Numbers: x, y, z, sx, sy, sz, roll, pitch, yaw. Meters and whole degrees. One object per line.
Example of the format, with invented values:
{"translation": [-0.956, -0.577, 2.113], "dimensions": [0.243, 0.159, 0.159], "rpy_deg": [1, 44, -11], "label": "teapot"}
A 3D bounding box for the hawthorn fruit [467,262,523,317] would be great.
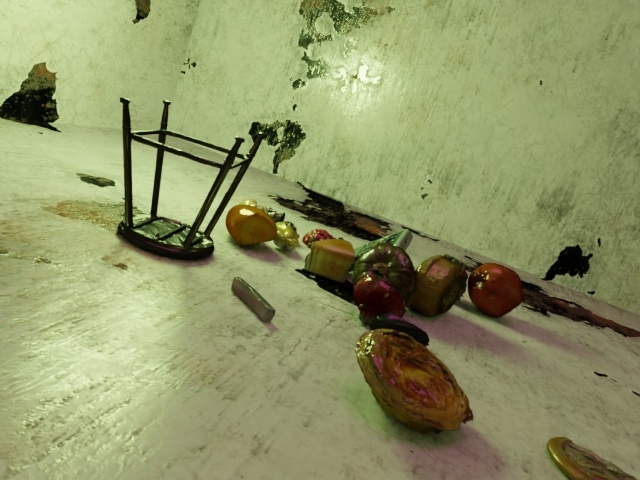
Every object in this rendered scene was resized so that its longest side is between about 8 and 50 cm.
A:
{"translation": [0.675, 0.179, 2.308], "dimensions": [0.299, 0.211, 0.211], "rpy_deg": [36, 1, -35], "label": "hawthorn fruit"}

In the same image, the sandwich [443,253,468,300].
{"translation": [0.548, 0.148, 2.350], "dimensions": [0.159, 0.185, 0.109], "rpy_deg": [-7, 19, -45], "label": "sandwich"}

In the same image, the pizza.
{"translation": [0.619, 0.512, 1.258], "dimensions": [0.262, 0.034, 0.181], "rpy_deg": [24, 13, 19], "label": "pizza"}

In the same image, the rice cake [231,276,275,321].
{"translation": [-0.185, 0.154, 1.563], "dimensions": [0.036, 0.047, 0.206], "rpy_deg": [29, 5, -42], "label": "rice cake"}

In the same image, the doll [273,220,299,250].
{"translation": [-0.132, -0.021, 2.295], "dimensions": [0.117, 0.086, 0.291], "rpy_deg": [22, 9, -8], "label": "doll"}

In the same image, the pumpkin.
{"translation": [0.209, 0.108, 1.952], "dimensions": [0.219, 0.219, 0.162], "rpy_deg": [26, -16, 28], "label": "pumpkin"}

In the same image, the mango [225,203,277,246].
{"translation": [-0.267, -0.065, 2.158], "dimensions": [0.187, 0.138, 0.257], "rpy_deg": [6, 12, -27], "label": "mango"}

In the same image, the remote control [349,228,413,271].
{"translation": [0.199, 0.041, 2.157], "dimensions": [0.296, 0.056, 0.140], "rpy_deg": [-21, 16, 40], "label": "remote control"}

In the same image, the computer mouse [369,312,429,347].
{"translation": [0.213, 0.260, 1.587], "dimensions": [0.172, 0.099, 0.057], "rpy_deg": [19, 21, 9], "label": "computer mouse"}

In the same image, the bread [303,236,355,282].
{"translation": [0.038, 0.059, 2.106], "dimensions": [0.169, 0.140, 0.160], "rpy_deg": [19, 18, 3], "label": "bread"}

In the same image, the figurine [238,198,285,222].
{"translation": [-0.246, -0.116, 2.422], "dimensions": [0.195, 0.108, 0.114], "rpy_deg": [6, 19, 3], "label": "figurine"}

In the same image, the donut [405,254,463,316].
{"translation": [0.407, 0.161, 2.054], "dimensions": [0.128, 0.209, 0.261], "rpy_deg": [27, 19, 29], "label": "donut"}

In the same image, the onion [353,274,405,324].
{"translation": [0.164, 0.191, 1.755], "dimensions": [0.184, 0.147, 0.184], "rpy_deg": [38, -23, 19], "label": "onion"}

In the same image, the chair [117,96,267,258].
{"translation": [-0.419, -0.179, 1.784], "dimensions": [0.361, 0.410, 0.365], "rpy_deg": [19, 13, 1], "label": "chair"}

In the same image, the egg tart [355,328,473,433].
{"translation": [0.192, 0.319, 1.272], "dimensions": [0.297, 0.132, 0.297], "rpy_deg": [27, 22, -12], "label": "egg tart"}

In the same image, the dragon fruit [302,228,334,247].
{"translation": [0.000, 0.000, 2.428], "dimensions": [0.162, 0.083, 0.106], "rpy_deg": [23, 15, 8], "label": "dragon fruit"}
